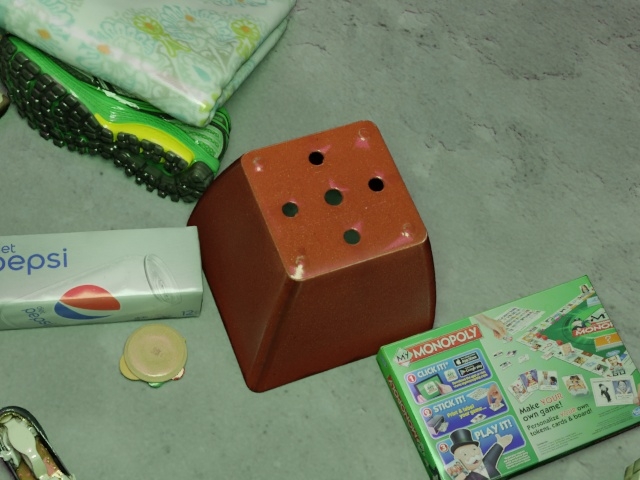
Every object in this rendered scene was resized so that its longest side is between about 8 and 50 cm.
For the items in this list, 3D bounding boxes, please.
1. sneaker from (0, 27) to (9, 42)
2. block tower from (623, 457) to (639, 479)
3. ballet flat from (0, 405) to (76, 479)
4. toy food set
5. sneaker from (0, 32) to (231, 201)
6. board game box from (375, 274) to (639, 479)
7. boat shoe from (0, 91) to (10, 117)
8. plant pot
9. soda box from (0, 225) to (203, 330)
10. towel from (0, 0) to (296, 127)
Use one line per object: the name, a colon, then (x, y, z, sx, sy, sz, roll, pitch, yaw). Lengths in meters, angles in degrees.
sneaker: (-0.571, -0.268, 1.600, 0.296, 0.109, 0.123, -5, 61, -12)
block tower: (0.383, 0.440, 1.417, 0.097, 0.091, 0.335, 21, 63, 2)
ballet flat: (-0.330, 0.279, 1.392, 0.074, 0.074, 0.203, -29, 72, -21)
toy food set: (-0.210, 0.146, 1.504, 0.083, 0.020, 0.083, 16, 62, -1)
sneaker: (-0.283, -0.188, 1.612, 0.344, 0.134, 0.146, 30, 56, -4)
board game box: (0.259, 0.190, 1.545, 0.317, 0.046, 0.213, -17, 67, -17)
boat shoe: (-0.507, -0.151, 1.574, 0.072, 0.068, 0.190, 45, 55, -3)
plant pot: (0.000, 0.000, 1.490, 0.267, 0.235, 0.267, -17, 68, -16)
soda box: (-0.295, 0.049, 1.498, 0.286, 0.091, 0.098, -3, 65, -10)
towel: (-0.228, -0.323, 1.623, 0.321, 0.090, 0.374, 25, 38, 4)
